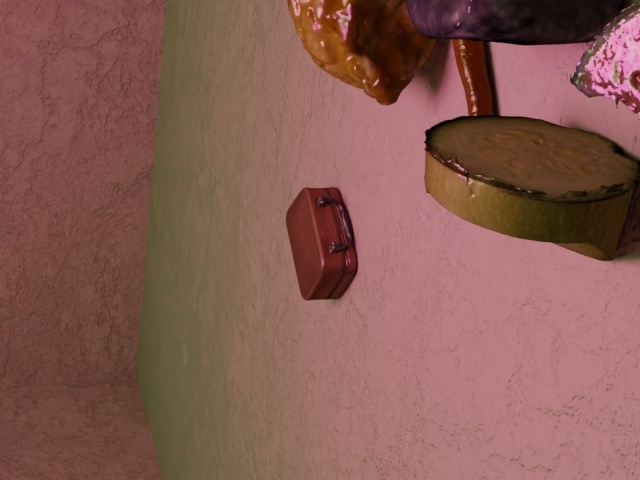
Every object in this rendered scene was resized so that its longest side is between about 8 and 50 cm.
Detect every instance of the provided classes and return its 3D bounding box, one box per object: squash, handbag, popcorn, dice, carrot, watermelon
[{"bbox_3d":[0.198,-0.043,0.833,0.220,0.220,0.133,-131,47,-56],"label":"squash"},{"bbox_3d":[0.000,0.000,1.503,0.151,0.072,0.193,122,142,-54],"label":"handbag"},{"bbox_3d":[0.072,-0.317,1.151,0.237,0.206,0.251,-43,62,44],"label":"popcorn"},{"bbox_3d":[0.200,-0.296,0.855,0.182,0.183,0.181,-144,54,-63],"label":"dice"},{"bbox_3d":[0.195,-0.219,1.055,0.043,0.043,0.248,152,113,-65],"label":"carrot"},{"bbox_3d":[0.321,-0.146,0.732,0.187,0.071,0.139,-28,73,56],"label":"watermelon"}]
